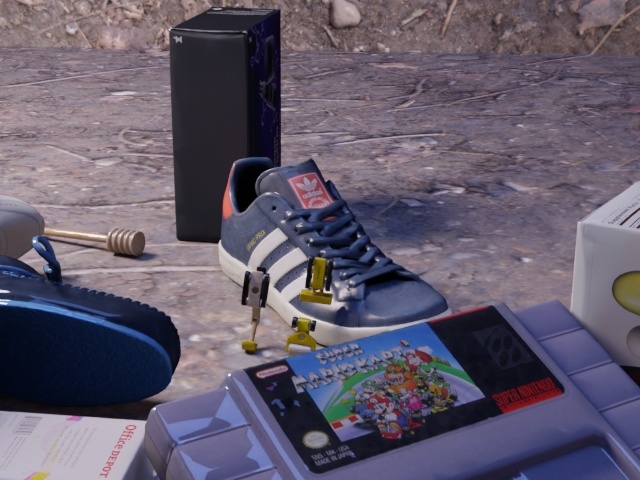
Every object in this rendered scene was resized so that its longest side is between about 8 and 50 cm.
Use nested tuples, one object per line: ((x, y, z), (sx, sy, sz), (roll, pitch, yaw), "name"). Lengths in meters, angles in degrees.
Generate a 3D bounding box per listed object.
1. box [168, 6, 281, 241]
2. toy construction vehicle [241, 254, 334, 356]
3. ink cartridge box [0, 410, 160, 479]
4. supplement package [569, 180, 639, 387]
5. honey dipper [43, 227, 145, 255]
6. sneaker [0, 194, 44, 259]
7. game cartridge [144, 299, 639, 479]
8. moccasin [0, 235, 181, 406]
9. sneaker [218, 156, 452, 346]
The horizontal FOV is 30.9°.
((-0.114, -0.148, 1.452), (0.103, 0.261, 0.184), (5, 20, 12), "box")
((-0.032, 0.061, 1.112), (0.086, 0.098, 0.035), (6, 0, 4), "toy construction vehicle")
((-0.173, 0.177, 0.776), (0.143, 0.089, 0.092), (3, 20, 6), "ink cartridge box")
((0.318, 0.073, 0.924), (0.203, 0.194, 0.149), (12, 22, 32), "supplement package")
((-0.285, -0.005, 1.392), (0.161, 0.030, 0.030), (6, 20, 24), "honey dipper")
((-0.385, 0.035, 1.200), (0.121, 0.099, 0.262), (25, 38, 36), "sneaker")
((0.086, 0.154, 0.775), (0.355, 0.068, 0.230), (-12, 50, -30), "game cartridge")
((-0.283, 0.055, 1.018), (0.342, 0.137, 0.116), (8, 39, 9), "moccasin")
((0.000, 0.000, 1.199), (0.131, 0.148, 0.350), (-14, 24, -36), "sneaker")
